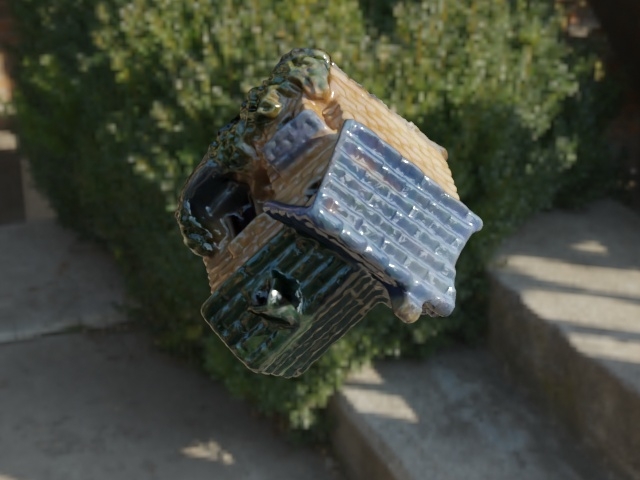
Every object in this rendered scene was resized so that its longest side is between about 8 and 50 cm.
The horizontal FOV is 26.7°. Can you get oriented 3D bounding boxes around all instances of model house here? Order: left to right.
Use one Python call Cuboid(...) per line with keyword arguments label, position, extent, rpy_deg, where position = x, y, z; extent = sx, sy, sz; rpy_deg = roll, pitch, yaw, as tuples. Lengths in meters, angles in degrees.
Cuboid(label="model house", position=(0.000, 0.000, 0.961), extent=(0.166, 0.183, 0.172), rpy_deg=(34, 24, -32))
